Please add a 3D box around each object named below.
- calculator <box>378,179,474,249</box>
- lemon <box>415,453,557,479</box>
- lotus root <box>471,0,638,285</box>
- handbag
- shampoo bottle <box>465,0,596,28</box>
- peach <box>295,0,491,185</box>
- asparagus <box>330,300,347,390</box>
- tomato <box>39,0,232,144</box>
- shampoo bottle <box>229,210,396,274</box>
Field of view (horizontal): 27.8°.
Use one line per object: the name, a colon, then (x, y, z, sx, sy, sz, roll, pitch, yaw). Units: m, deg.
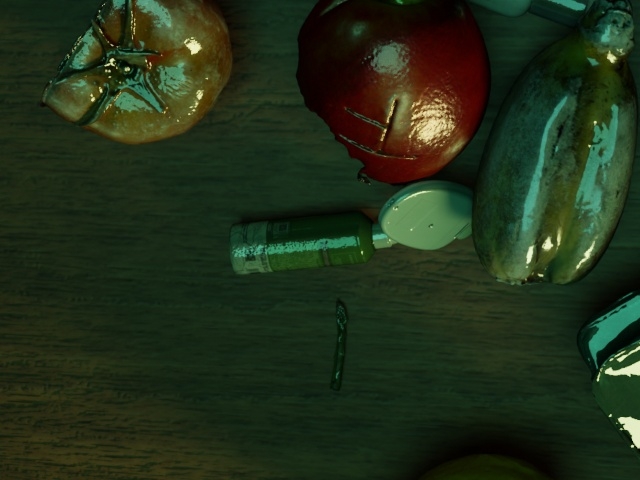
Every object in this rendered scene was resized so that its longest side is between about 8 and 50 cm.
calculator: (0.125, -0.027, 1.410, 0.095, 0.153, 0.021, -45, 51, 26)
lemon: (0.171, 0.372, 1.473, 0.263, 0.236, 0.236, -39, 98, -11)
lotus root: (0.253, -0.104, 1.354, 0.158, 0.140, 0.322, 10, 108, -9)
handbag: (0.460, 0.120, 1.380, 0.326, 0.089, 0.238, -33, 115, 13)
shampoo bottle: (0.212, -0.266, 1.346, 0.192, 0.074, 0.074, 20, 110, 2)
peach: (0.073, -0.164, 1.344, 0.196, 0.190, 0.226, -20, 136, -23)
asparagus: (0.022, 0.126, 1.535, 0.015, 0.014, 0.114, 3, 108, -8)
tomato: (-0.179, -0.191, 1.392, 0.155, 0.181, 0.214, 34, 114, -8)
shampoo bottle: (0.000, 0.000, 1.473, 0.204, 0.065, 0.065, -5, 106, 12)
